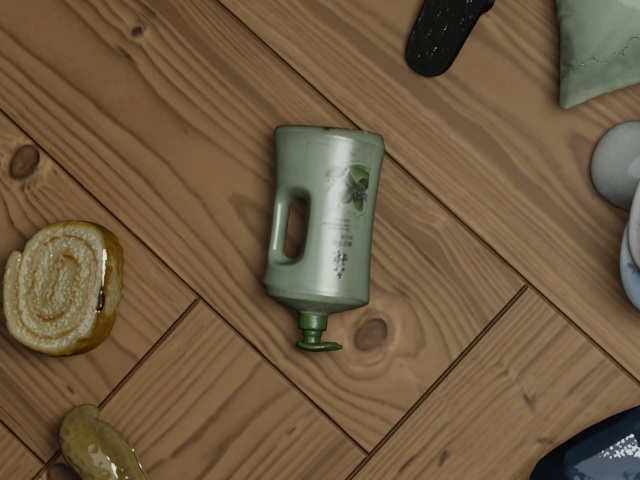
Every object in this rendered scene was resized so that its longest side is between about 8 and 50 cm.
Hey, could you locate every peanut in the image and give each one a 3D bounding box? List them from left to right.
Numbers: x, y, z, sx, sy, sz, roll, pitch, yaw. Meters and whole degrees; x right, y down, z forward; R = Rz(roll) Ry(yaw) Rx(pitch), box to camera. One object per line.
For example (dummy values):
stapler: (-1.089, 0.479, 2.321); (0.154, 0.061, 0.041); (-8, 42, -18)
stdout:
peanut: (-0.225, 0.255, 1.694); (0.080, 0.080, 0.174); (-32, 81, 4)

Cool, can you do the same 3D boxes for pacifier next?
pacifier: (0.358, -0.068, 1.607); (0.207, 0.227, 0.279); (34, 98, 48)

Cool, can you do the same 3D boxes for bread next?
bread: (-0.278, 0.050, 1.708); (0.122, 0.073, 0.149); (7, 88, 9)

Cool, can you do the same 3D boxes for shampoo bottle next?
shampoo bottle: (0.000, 0.000, 1.671); (0.118, 0.087, 0.234); (5, 88, 4)

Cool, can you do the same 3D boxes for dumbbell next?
dumbbell: (0.345, 0.331, 1.589); (0.144, 0.160, 0.324); (-25, 84, -24)

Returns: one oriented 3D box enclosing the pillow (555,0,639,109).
pillow: (0.374, -0.305, 1.625); (0.312, 0.119, 0.310); (-7, 91, 6)

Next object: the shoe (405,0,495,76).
shoe: (0.151, -0.256, 1.689); (0.071, 0.049, 0.179); (34, 110, 19)
